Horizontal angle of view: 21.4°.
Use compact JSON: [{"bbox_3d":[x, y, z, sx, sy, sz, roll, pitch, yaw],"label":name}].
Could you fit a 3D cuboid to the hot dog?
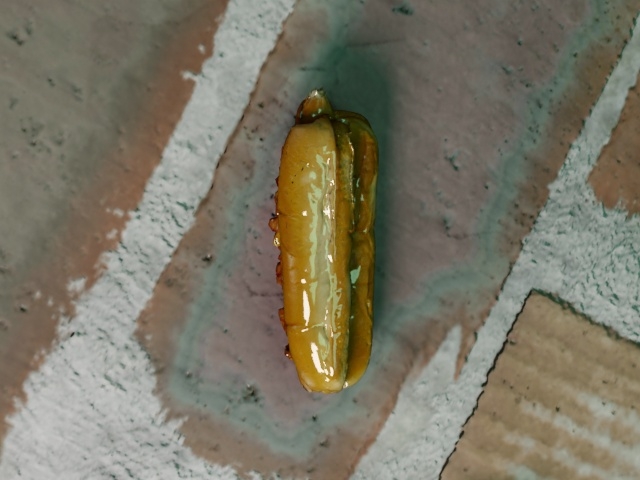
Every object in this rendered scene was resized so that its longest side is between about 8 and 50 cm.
[{"bbox_3d":[0.000,0.000,1.359,0.102,0.076,0.249,-20,112,-59],"label":"hot dog"}]
